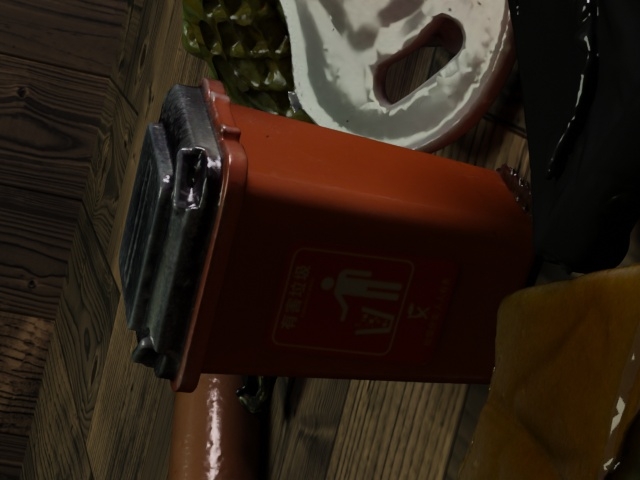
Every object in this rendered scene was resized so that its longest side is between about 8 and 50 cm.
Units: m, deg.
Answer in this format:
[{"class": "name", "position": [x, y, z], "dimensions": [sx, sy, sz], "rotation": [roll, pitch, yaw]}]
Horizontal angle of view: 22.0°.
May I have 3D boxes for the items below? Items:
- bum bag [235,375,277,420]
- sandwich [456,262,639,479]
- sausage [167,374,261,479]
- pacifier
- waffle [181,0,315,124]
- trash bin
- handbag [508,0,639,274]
[{"class": "bum bag", "position": [-0.046, 0.035, 1.493], "dimensions": [0.102, 0.069, 0.248], "rotation": [128, 147, -57]}, {"class": "sandwich", "position": [0.134, 0.074, 0.823], "dimensions": [0.212, 0.063, 0.245], "rotation": [-107, 32, -60]}, {"class": "sausage", "position": [-0.098, 0.230, 1.510], "dimensions": [0.086, 0.086, 0.289], "rotation": [121, 156, -51]}, {"class": "pacifier", "position": [0.014, -0.214, 1.121], "dimensions": [0.220, 0.273, 0.332], "rotation": [98, 151, -73]}, {"class": "waffle", "position": [-0.037, -0.157, 1.382], "dimensions": [0.054, 0.204, 0.223], "rotation": [-49, -9, -27]}, {"class": "trash bin", "position": [0.000, 0.000, 1.035], "dimensions": [0.184, 0.239, 0.161], "rotation": [-114, 36, -61]}, {"class": "handbag", "position": [0.164, -0.148, 0.840], "dimensions": [0.244, 0.088, 0.275], "rotation": [116, 156, -50]}]
